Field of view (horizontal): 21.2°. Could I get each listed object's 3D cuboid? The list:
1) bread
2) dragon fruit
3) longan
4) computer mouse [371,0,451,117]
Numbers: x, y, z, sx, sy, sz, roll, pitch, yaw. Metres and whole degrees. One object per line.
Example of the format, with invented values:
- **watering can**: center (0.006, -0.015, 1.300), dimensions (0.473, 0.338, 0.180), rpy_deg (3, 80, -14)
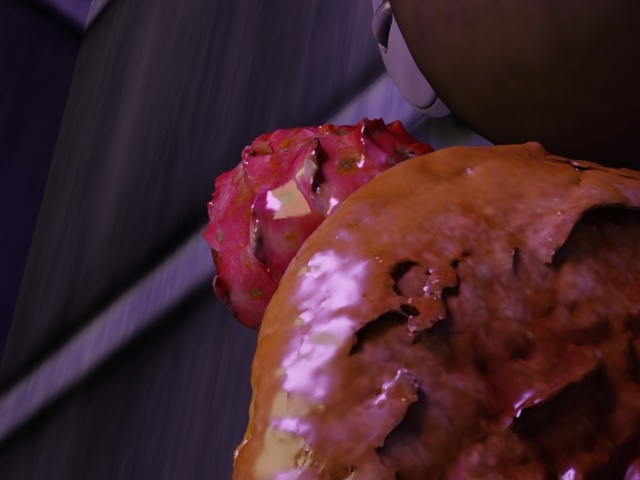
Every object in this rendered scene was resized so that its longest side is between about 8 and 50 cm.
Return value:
- **bread**: center (0.122, 0.140, 0.794), dimensions (0.204, 0.336, 0.358), rpy_deg (107, 173, -57)
- **dragon fruit**: center (0.000, 0.000, 1.384), dimensions (0.268, 0.205, 0.210), rpy_deg (6, 81, 54)
- **longan**: center (0.185, -0.191, 0.992), dimensions (0.319, 0.319, 0.319), rpy_deg (-52, 24, 35)
- **computer mouse**: center (0.124, -0.236, 1.419), dimensions (0.297, 0.121, 0.184), rpy_deg (-42, 55, 39)
